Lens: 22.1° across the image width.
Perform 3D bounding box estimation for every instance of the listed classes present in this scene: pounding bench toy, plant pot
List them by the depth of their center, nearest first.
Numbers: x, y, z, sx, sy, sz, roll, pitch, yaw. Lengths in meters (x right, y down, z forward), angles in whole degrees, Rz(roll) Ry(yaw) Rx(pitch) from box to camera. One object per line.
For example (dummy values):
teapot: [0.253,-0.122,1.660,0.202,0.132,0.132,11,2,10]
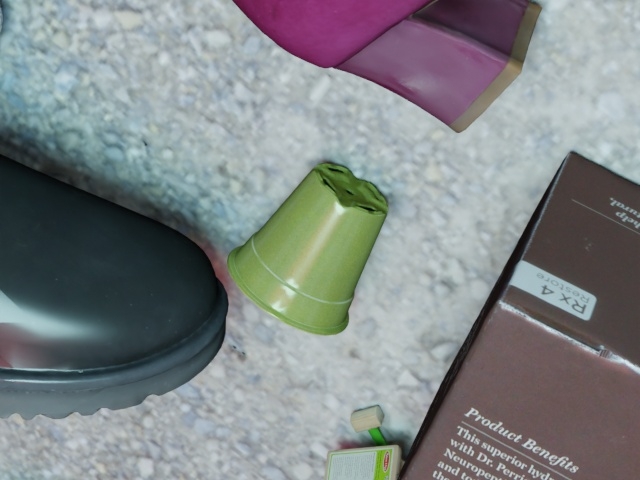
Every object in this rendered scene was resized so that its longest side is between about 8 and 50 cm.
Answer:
plant pot: [0.000,0.000,0.970,0.083,0.083,0.079,33,114,0]
pounding bench toy: [0.041,0.156,1.060,0.052,0.083,0.065,-10,147,29]

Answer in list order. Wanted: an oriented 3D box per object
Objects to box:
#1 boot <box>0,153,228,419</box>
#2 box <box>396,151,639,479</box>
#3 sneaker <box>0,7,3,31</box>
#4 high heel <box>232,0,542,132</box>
boot: [-0.221,-0.128,0.843,0.367,0.146,0.445,5,124,-1]
box: [0.153,0.099,0.907,0.168,0.167,0.203,28,125,5]
sneaker: [-0.332,-0.127,1.001,0.268,0.101,0.153,24,123,4]
high heel: [0.081,-0.210,0.770,0.181,0.127,0.377,30,129,-9]
